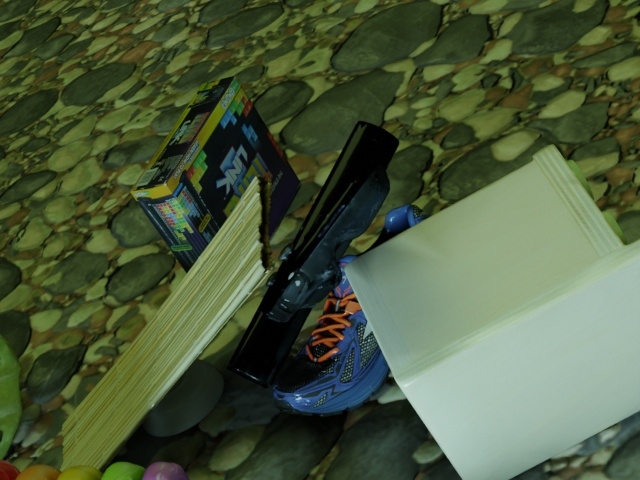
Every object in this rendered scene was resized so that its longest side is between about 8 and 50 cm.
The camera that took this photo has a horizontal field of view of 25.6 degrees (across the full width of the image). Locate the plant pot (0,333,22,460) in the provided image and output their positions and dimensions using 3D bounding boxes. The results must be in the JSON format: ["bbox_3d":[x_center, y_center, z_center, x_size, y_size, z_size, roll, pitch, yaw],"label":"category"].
[{"bbox_3d":[-0.422,0.125,1.309,0.254,0.276,0.276,18,55,39],"label":"plant pot"}]

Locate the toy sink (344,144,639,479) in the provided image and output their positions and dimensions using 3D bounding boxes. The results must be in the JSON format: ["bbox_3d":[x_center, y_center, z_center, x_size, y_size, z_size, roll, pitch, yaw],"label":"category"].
[{"bbox_3d":[0.160,0.040,0.973,0.234,0.153,0.131,-29,45,5],"label":"toy sink"}]

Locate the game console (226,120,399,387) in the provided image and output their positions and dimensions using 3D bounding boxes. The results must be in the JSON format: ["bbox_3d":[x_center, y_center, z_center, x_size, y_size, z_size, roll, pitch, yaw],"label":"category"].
[{"bbox_3d":[0.000,0.000,1.000,0.213,0.044,0.361,-62,1,-9],"label":"game console"}]

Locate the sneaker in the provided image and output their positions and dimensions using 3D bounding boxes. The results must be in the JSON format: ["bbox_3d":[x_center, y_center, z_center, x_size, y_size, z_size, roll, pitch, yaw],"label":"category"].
[{"bbox_3d":[0.030,0.055,1.153,0.083,0.087,0.221,6,47,46],"label":"sneaker"}]

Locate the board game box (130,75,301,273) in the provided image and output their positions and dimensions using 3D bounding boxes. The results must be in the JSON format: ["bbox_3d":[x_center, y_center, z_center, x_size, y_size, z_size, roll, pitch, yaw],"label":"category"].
[{"bbox_3d":[-0.097,-0.052,1.363,0.048,0.141,0.170,-10,37,34],"label":"board game box"}]

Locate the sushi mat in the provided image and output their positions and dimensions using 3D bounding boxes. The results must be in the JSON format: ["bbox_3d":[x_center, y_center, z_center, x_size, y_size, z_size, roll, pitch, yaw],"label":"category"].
[{"bbox_3d":[-0.136,0.094,1.168,0.316,0.019,0.151,-50,22,22],"label":"sushi mat"}]

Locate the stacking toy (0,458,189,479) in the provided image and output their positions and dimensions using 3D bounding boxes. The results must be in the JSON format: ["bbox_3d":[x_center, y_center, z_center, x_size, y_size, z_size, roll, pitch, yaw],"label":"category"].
[{"bbox_3d":[-0.140,0.221,1.026,0.302,0.175,0.165,-13,36,8],"label":"stacking toy"}]

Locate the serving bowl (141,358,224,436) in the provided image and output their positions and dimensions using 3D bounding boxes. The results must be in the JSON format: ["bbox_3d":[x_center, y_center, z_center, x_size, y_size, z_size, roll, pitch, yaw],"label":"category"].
[{"bbox_3d":[-0.127,0.132,1.235,0.083,0.027,0.083,-22,33,15],"label":"serving bowl"}]
